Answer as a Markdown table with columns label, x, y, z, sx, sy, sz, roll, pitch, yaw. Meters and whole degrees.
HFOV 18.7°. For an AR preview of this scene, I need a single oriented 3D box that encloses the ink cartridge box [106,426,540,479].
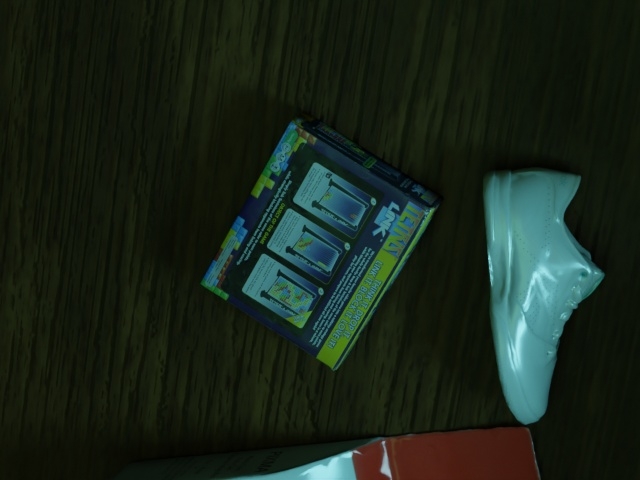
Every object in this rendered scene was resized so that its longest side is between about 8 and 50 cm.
| label | x | y | z | sx | sy | sz | roll | pitch | yaw |
| --- | --- | --- | --- | --- | --- | --- | --- | --- | --- |
| ink cartridge box | 0.016 | 0.333 | 1.690 | 0.385 | 0.091 | 0.308 | -8 | 102 | 20 |

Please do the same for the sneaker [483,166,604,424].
| label | x | y | z | sx | sy | sz | roll | pitch | yaw |
| --- | --- | --- | --- | --- | --- | --- | --- | --- | --- |
| sneaker | 0.184 | 0.046 | 1.575 | 0.094 | 0.080 | 0.212 | -4 | 102 | 6 |

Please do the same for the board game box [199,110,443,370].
| label | x | y | z | sx | sy | sz | roll | pitch | yaw |
| --- | --- | --- | --- | --- | --- | --- | --- | --- | --- |
| board game box | 0.000 | 0.000 | 1.631 | 0.141 | 0.048 | 0.170 | 33 | 111 | 5 |
